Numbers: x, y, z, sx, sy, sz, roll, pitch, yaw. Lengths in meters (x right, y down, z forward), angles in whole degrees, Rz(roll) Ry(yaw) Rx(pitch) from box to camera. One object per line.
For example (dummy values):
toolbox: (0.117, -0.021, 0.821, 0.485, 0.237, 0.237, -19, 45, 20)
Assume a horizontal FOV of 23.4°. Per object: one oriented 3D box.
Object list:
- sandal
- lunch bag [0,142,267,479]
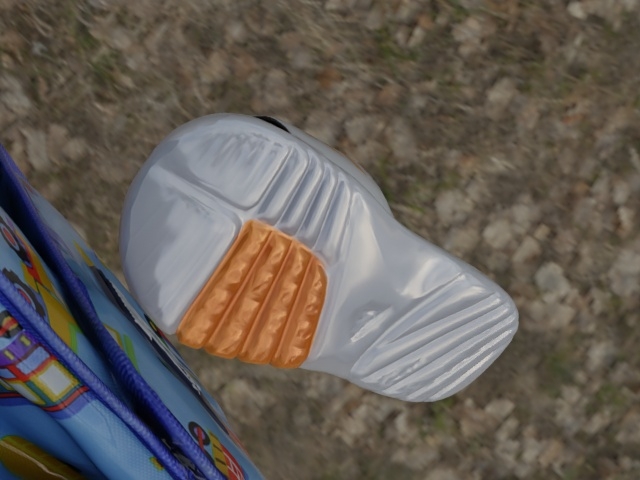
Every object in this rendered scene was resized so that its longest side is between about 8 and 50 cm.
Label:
sandal: (-0.007, 0.008, 0.715, 0.102, 0.076, 0.265, -48, 140, 10)
lunch bag: (-0.111, 0.041, 0.480, 0.138, 0.221, 0.293, -50, 124, 0)
